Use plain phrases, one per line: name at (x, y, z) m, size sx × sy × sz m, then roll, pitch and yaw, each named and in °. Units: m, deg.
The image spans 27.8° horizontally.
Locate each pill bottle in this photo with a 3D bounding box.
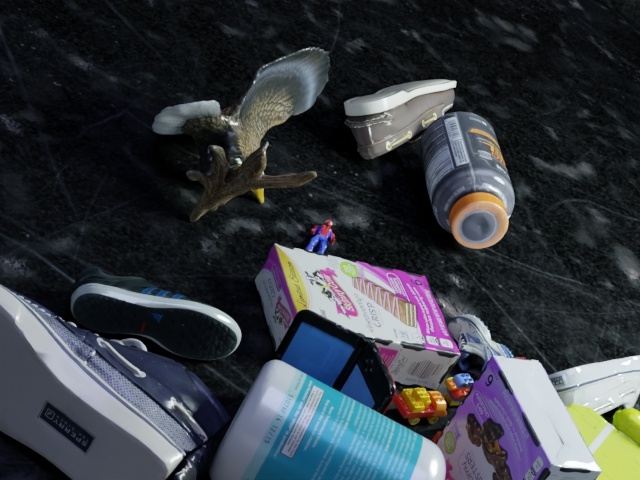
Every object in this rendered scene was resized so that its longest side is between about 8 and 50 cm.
pill bottle at (0.028, 0.244, 1.348) m, size 0.264 × 0.146 × 0.146 m, roll 28°, pitch 30°, yaw 0°
pill bottle at (0.233, -0.090, 2.042) m, size 0.130 × 0.130 × 0.245 m, roll 19°, pitch 32°, yaw -17°

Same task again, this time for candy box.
candy box at (0.046, 0.098, 1.660) m, size 0.233 × 0.071 × 0.159 m, roll 11°, pitch 35°, yaw -26°
candy box at (0.200, 0.255, 1.423) m, size 0.070 × 0.196 × 0.165 m, roll 10°, pitch 34°, yaw -28°

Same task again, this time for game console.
game console at (0.003, 0.170, 1.441) m, size 0.085 × 0.144 × 0.124 m, roll 9°, pitch 36°, yaw -29°

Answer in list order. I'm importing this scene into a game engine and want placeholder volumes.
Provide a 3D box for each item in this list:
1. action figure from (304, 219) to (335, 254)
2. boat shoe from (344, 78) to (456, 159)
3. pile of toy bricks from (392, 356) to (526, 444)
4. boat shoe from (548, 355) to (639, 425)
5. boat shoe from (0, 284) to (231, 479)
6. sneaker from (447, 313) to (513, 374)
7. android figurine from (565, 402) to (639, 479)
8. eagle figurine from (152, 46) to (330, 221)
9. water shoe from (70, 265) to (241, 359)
action figure at (0.000, 0.000, 1.815) m, size 0.038 × 0.030 × 0.115 m, roll 23°, pitch 28°, yaw 1°
boat shoe at (0.143, -0.211, 2.187) m, size 0.117 × 0.096 × 0.324 m, roll -4°, pitch 12°, yaw 29°
pile of toy bricks at (0.206, 0.197, 1.606) m, size 0.212 × 0.105 × 0.118 m, roll 2°, pitch 39°, yaw -38°
boat shoe at (0.383, 0.211, 1.754) m, size 0.267 × 0.096 × 0.088 m, roll 3°, pitch 67°, yaw -56°
boat shoe at (-0.248, 0.139, 1.325) m, size 0.340 × 0.127 × 0.158 m, roll 42°, pitch 25°, yaw 7°
sneaker at (0.204, 0.145, 1.737) m, size 0.058 × 0.052 × 0.135 m, roll -21°, pitch 34°, yaw -20°
android figurine at (0.325, 0.300, 1.529) m, size 0.273 × 0.056 × 0.248 m, roll 41°, pitch 59°, yaw 17°
eagle figurine at (-0.114, -0.155, 1.809) m, size 0.226 × 0.225 × 0.298 m, roll 13°, pitch 43°, yaw -6°
water shoe at (-0.187, 0.075, 1.500) m, size 0.203 × 0.073 × 0.080 m, roll 18°, pitch 29°, yaw -19°
